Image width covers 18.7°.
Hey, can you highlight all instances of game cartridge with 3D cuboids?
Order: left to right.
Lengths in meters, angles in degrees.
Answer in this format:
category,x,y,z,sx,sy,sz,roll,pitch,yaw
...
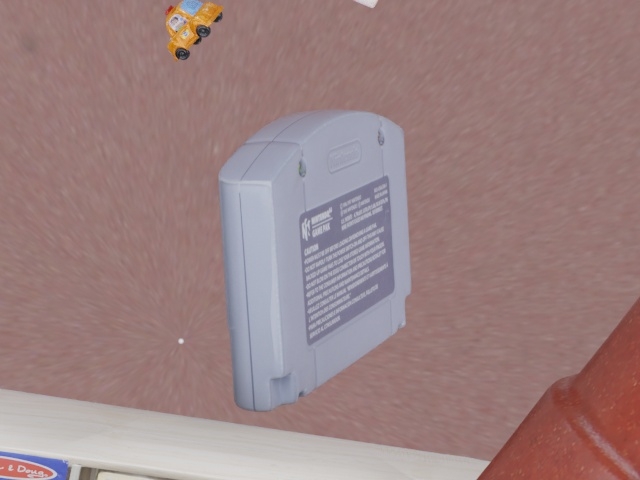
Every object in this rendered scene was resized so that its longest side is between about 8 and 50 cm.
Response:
category,x,y,z,sx,sy,sz,roll,pitch,yaw
game cartridge,0.000,0.000,1.483,0.060,0.294,0.196,5,101,20

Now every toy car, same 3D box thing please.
category,x,y,z,sx,sy,sz,roll,pitch,yaw
toy car,-0.093,-0.206,1.637,0.040,0.060,0.122,41,55,-9

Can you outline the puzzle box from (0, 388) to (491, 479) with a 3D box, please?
category,x,y,z,sx,sy,sz,roll,pitch,yaw
puzzle box,-0.072,0.230,1.342,0.409,0.272,0.052,9,43,-7

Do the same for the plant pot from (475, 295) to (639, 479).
category,x,y,z,sx,sy,sz,roll,pitch,yaw
plant pot,0.214,0.055,0.617,0.272,0.272,0.265,31,99,-2

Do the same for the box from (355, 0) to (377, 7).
category,x,y,z,sx,sy,sz,roll,pitch,yaw
box,0.025,-0.322,1.224,0.154,0.142,0.300,23,109,-8
